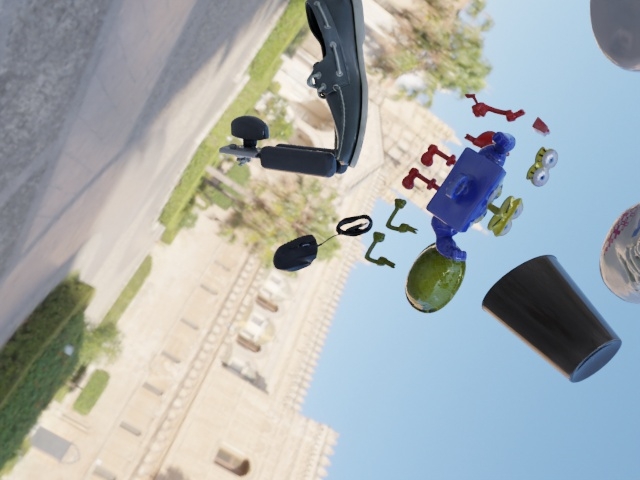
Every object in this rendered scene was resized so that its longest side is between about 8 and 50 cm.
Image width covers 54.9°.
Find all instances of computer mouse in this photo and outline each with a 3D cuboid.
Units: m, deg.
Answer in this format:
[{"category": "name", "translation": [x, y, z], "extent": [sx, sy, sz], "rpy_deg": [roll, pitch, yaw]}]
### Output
[{"category": "computer mouse", "translation": [0.000, 0.000, 1.341], "extent": [0.242, 0.041, 0.071], "rpy_deg": [-27, -128, 11]}]

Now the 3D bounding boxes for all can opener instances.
[{"category": "can opener", "translation": [-0.078, -0.170, 1.139], "extent": [0.074, 0.280, 0.093], "rpy_deg": [-24, 124, -48]}]

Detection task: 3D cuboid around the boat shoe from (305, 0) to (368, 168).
[{"category": "boat shoe", "translation": [0.022, -0.274, 1.043], "extent": [0.116, 0.099, 0.319], "rpy_deg": [126, -36, -73]}]

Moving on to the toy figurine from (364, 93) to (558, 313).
[{"category": "toy figurine", "translation": [0.187, -0.062, 0.924], "extent": [0.362, 0.191, 0.217], "rpy_deg": [-55, 162, 12]}]

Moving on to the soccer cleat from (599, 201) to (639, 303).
[{"category": "soccer cleat", "translation": [0.389, 0.004, 0.689], "extent": [0.143, 0.116, 0.331], "rpy_deg": [-39, 162, -23]}]

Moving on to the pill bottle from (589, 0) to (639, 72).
[{"category": "pill bottle", "translation": [0.398, -0.217, 0.518], "extent": [0.160, 0.283, 0.160], "rpy_deg": [180, -90, -82]}]

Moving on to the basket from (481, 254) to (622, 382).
[{"category": "basket", "translation": [0.484, 0.166, 1.268], "extent": [0.204, 0.154, 0.227], "rpy_deg": [-23, -131, -15]}]
